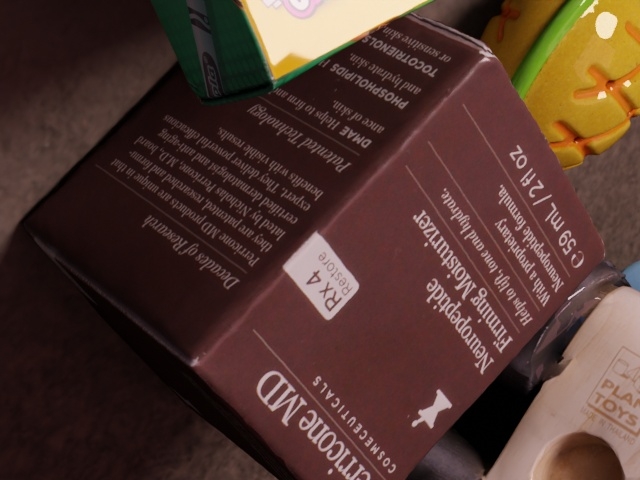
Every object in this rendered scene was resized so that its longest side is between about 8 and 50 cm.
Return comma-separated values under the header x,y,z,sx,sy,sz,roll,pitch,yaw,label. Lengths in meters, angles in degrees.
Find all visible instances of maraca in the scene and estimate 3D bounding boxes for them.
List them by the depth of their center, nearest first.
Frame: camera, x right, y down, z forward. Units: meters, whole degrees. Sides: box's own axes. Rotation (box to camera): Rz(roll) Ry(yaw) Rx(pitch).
x,y,z,sx,sy,sz,roll,pitch,yaw,label
0.132,-0.084,0.994,0.127,0.099,0.185,-22,146,-51,maraca

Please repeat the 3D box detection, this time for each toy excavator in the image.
x,y,z,sx,sy,sz,roll,pitch,yaw,label
0.281,0.136,1.188,0.433,0.222,0.445,-58,148,0,toy excavator

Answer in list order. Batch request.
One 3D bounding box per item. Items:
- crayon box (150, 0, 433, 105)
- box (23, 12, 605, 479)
x,y,z,sx,sy,sz,roll,pitch,yaw,label
-0.028,-0.217,0.723,0.165,0.081,0.278,-30,102,-25,crayon box
0.000,0.000,0.876,0.203,0.167,0.168,-47,134,-10,box
